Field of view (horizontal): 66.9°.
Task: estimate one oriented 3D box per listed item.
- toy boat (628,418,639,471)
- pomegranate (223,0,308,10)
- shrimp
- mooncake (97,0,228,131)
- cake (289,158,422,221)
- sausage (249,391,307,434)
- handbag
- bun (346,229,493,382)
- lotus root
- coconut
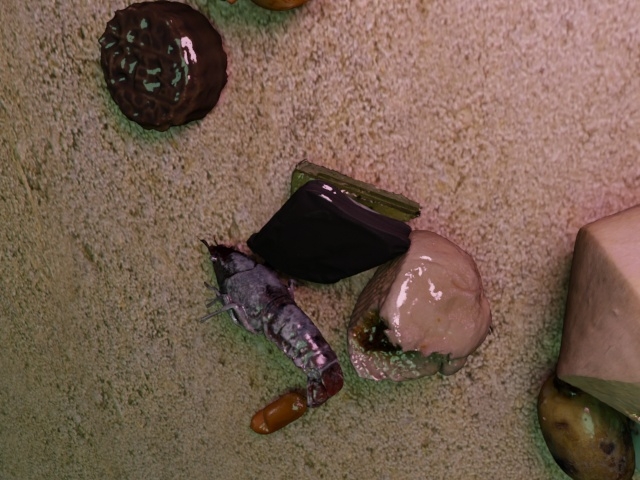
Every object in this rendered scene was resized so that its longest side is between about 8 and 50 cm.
[{"bbox_3d":[0.631,0.342,0.857,0.134,0.079,0.207,25,113,4],"label":"toy boat"},{"bbox_3d":[-0.090,-0.459,0.708,0.249,0.248,0.248,6,110,15],"label":"pomegranate"},{"bbox_3d":[-0.106,0.133,0.933,0.411,0.222,0.165,33,130,37],"label":"shrimp"},{"bbox_3d":[-0.290,-0.314,0.875,0.229,0.124,0.228,6,112,16],"label":"mooncake"},{"bbox_3d":[0.057,-0.059,0.872,0.236,0.100,0.099,20,115,10],"label":"cake"},{"bbox_3d":[-0.092,0.396,1.108,0.183,0.054,0.062,-41,62,27],"label":"sausage"},{"bbox_3d":[-0.001,0.001,0.820,0.192,0.074,0.332,25,156,-17],"label":"handbag"},{"bbox_3d":[0.178,0.121,0.826,0.205,0.281,0.281,30,115,-5],"label":"bun"},{"bbox_3d":[0.481,0.361,0.868,0.154,0.154,0.278,-21,104,22],"label":"lotus root"},{"bbox_3d":[0.527,0.117,0.660,0.416,0.344,0.414,4,109,12],"label":"coconut"}]
